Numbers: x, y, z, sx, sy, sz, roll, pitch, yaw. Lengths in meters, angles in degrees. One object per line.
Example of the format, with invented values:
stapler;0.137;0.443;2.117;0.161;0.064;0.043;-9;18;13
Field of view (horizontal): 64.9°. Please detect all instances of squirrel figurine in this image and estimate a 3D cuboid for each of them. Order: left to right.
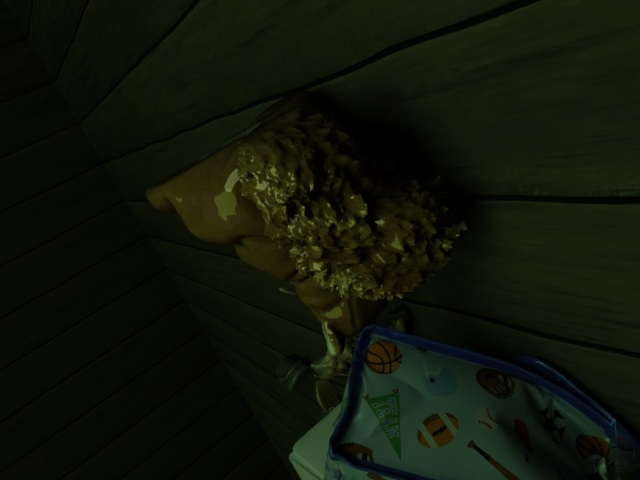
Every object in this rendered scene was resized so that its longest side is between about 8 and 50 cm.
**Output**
squirrel figurine;0.000;0.000;0.725;0.370;0.281;0.397;57;158;-20

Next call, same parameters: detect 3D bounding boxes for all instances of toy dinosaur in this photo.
toy dinosaur;0.105;0.218;0.976;0.295;0.127;0.200;7;136;42

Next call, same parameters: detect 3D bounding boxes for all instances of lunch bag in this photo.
lunch bag;0.213;0.314;0.739;0.385;0.239;0.328;14;144;10

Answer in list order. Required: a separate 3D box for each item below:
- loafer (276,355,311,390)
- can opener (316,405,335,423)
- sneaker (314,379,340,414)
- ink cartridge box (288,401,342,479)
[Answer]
loafer;-0.101;0.416;1.592;0.087;0.094;0.251;48;154;6
can opener;0.103;0.562;1.325;0.283;0.095;0.076;48;155;17
sneaker;0.027;0.492;1.492;0.185;0.069;0.084;60;149;-7
ink cartridge box;0.158;0.515;1.036;0.166;0.285;0.395;1;122;58
